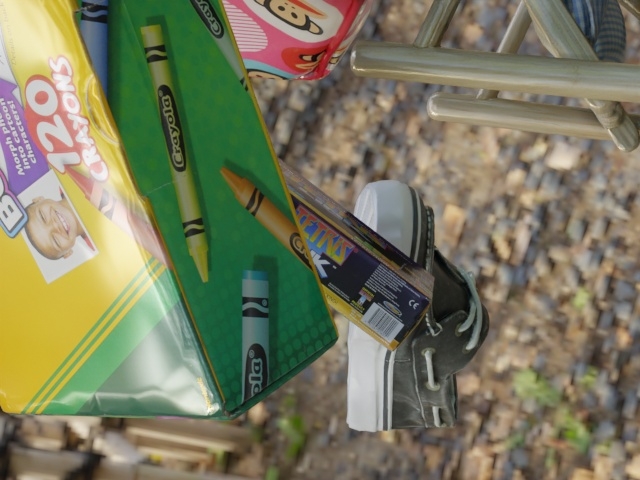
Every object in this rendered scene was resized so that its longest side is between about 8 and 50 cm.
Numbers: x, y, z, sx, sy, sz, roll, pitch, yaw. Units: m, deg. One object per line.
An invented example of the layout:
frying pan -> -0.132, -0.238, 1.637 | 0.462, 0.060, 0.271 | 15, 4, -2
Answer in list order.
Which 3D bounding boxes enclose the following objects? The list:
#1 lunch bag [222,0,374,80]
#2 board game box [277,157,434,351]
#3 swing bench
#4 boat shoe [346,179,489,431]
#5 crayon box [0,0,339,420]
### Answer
lunch bag -> -0.096, -0.202, 0.820 | 0.120, 0.293, 0.258 | -65, 4, -12
board game box -> 0.000, 0.000, 1.087 | 0.048, 0.170, 0.141 | -53, 0, 8
swing bench -> 0.183, -0.101, 0.850 | 0.254, 0.253, 0.165 | 26, 93, 12
boat shoe -> 0.083, 0.058, 1.318 | 0.335, 0.119, 0.121 | 89, -177, -59
crayon box -> -0.115, -0.061, 0.688 | 0.165, 0.081, 0.278 | -5, 109, 45
